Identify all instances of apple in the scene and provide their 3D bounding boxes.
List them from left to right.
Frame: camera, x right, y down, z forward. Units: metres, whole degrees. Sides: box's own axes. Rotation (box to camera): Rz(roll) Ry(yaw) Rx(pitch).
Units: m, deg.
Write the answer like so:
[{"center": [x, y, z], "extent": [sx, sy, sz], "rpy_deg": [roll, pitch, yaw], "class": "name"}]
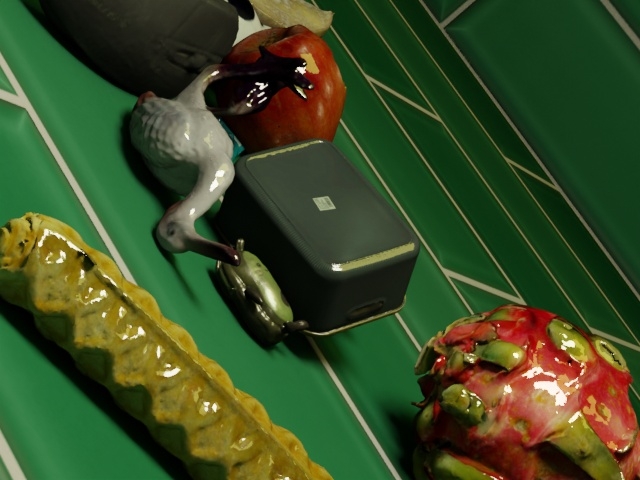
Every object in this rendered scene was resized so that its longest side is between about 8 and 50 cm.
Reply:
[{"center": [-0.045, -0.166, 2.097], "extent": [0.147, 0.156, 0.158], "rpy_deg": [-57, 134, -60], "class": "apple"}]

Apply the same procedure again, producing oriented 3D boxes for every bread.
[{"center": [-0.117, 0.116, 1.375], "extent": [0.367, 0.077, 0.084], "rpy_deg": [45, 12, -14], "class": "bread"}]

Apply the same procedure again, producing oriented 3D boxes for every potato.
[{"center": [-0.106, -0.291, 2.308], "extent": [0.261, 0.120, 0.100], "rpy_deg": [25, 35, -32], "class": "potato"}]

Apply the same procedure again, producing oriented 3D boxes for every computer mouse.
[{"center": [-0.186, -0.230, 1.882], "extent": [0.270, 0.137, 0.086], "rpy_deg": [30, 20, -49], "class": "computer mouse"}]

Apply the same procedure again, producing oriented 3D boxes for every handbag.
[{"center": [-0.064, 0.052, 1.725], "extent": [0.111, 0.047, 0.072], "rpy_deg": [55, 15, 11], "class": "handbag"}]

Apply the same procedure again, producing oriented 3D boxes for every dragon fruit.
[{"center": [0.220, 0.209, 1.838], "extent": [0.302, 0.237, 0.231], "rpy_deg": [54, 33, -27], "class": "dragon fruit"}]

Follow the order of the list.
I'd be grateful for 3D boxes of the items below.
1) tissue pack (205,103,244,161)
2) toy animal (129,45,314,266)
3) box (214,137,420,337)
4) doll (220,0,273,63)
[{"center": [-0.123, -0.121, 2.017], "extent": [0.085, 0.028, 0.138], "rpy_deg": [48, 18, -9], "class": "tissue pack"}, {"center": [-0.126, -0.091, 1.757], "extent": [0.324, 0.195, 0.090], "rpy_deg": [-68, 144, -44], "class": "toy animal"}, {"center": [-0.002, -0.009, 1.808], "extent": [0.144, 0.090, 0.201], "rpy_deg": [-15, 50, -33], "class": "box"}, {"center": [-0.107, -0.242, 2.204], "extent": [0.110, 0.107, 0.181], "rpy_deg": [35, -5, 41], "class": "doll"}]
